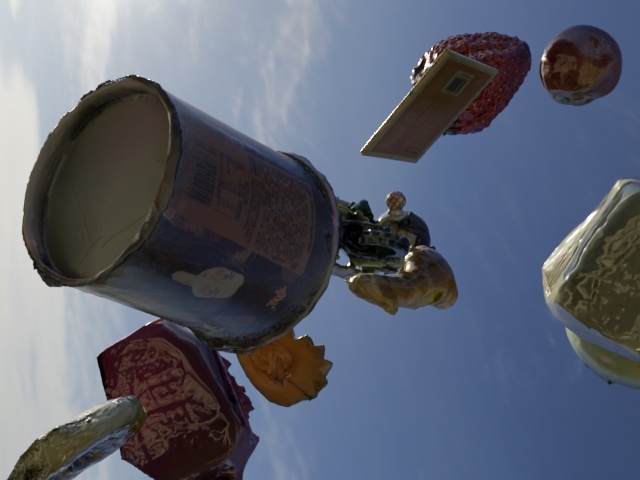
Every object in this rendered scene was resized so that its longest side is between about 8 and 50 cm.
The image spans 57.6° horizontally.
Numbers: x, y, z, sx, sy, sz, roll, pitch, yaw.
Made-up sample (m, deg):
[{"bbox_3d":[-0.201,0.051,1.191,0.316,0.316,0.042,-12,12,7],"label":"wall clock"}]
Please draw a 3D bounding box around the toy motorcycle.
[{"bbox_3d":[0.000,0.000,1.363,0.237,0.410,0.169,66,34,-76],"label":"toy motorcycle"}]

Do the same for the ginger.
[{"bbox_3d":[0.153,0.068,1.026,0.086,0.294,0.131,-31,-110,36],"label":"ginger"}]

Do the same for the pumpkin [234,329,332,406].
[{"bbox_3d":[-0.074,0.304,1.381,0.254,0.130,0.149,28,-44,29],"label":"pumpkin"}]

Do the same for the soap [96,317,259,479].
[{"bbox_3d":[-0.242,0.287,0.998,0.325,0.220,0.127,58,1,33],"label":"soap"}]

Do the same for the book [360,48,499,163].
[{"bbox_3d":[0.199,-0.237,1.072,0.242,0.170,0.018,-48,-121,34],"label":"book"}]

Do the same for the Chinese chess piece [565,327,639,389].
[{"bbox_3d":[0.740,0.176,1.317,0.349,0.349,0.146,22,-34,51],"label":"Chinese chess piece"}]

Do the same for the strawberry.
[{"bbox_3d":[0.368,-0.382,1.406,0.288,0.238,0.250,-27,-130,21],"label":"strawberry"}]

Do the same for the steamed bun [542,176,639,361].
[{"bbox_3d":[0.481,0.058,0.866,0.236,0.383,0.247,37,-78,14],"label":"steamed bun"}]

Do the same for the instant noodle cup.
[{"bbox_3d":[-0.121,-0.020,0.521,0.217,0.207,0.218,-10,-111,27],"label":"instant noodle cup"}]

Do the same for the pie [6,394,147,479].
[{"bbox_3d":[-0.321,0.276,0.785,0.052,0.185,0.218,51,-57,12],"label":"pie"}]

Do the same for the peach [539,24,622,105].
[{"bbox_3d":[0.485,-0.336,1.108,0.152,0.152,0.152,15,-72,53],"label":"peach"}]

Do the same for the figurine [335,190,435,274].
[{"bbox_3d":[0.153,-0.023,1.651,0.370,0.167,0.281,22,-70,5],"label":"figurine"}]
